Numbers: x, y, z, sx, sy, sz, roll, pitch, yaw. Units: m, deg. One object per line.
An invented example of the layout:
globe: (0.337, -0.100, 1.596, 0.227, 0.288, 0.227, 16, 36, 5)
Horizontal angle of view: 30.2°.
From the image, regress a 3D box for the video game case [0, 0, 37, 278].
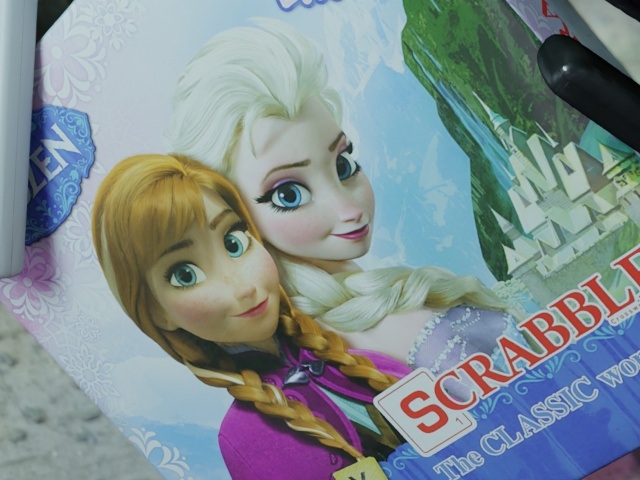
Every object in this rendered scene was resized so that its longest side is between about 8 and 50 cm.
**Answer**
video game case: (-0.214, -0.105, 0.582, 0.193, 0.023, 0.212, 16, 107, 31)

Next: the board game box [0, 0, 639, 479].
board game box: (0.000, 0.000, 0.568, 0.318, 0.066, 0.319, 48, 123, -4)

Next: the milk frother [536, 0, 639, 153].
milk frother: (0.146, -0.112, 0.443, 0.135, 0.143, 0.129, 25, 139, -27)
